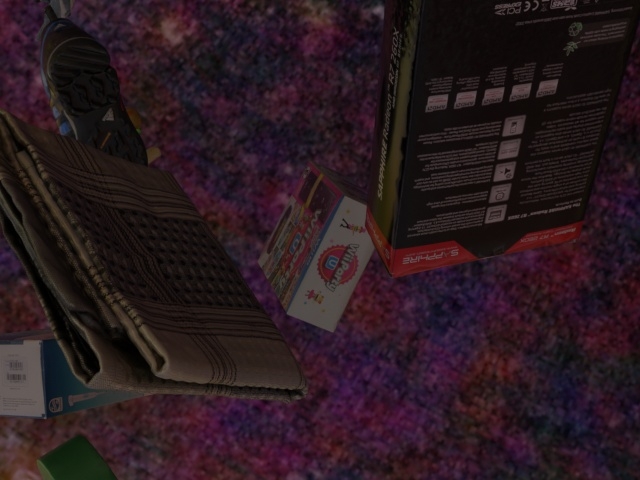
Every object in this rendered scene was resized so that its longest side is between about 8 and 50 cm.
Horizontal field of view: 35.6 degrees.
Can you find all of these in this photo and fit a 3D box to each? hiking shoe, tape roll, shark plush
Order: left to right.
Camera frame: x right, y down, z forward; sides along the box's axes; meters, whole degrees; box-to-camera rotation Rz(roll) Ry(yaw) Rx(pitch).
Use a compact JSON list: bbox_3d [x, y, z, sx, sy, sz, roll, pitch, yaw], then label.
[{"bbox_3d":[-0.488,-0.439,1.811,0.067,0.073,0.161,7,139,-36],"label":"shark plush"},{"bbox_3d":[-0.314,-0.168,1.382,0.132,0.113,0.304,-124,25,-43],"label":"hiking shoe"},{"bbox_3d":[-0.323,0.455,1.527,0.321,0.077,0.321,46,153,32],"label":"tape roll"}]

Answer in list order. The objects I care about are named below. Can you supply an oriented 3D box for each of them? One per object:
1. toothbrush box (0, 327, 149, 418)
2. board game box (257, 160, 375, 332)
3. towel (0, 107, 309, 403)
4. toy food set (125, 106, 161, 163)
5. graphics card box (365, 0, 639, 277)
[{"bbox_3d":[-0.431,0.212,1.676,0.216,0.126,0.295,-3,178,32],"label":"toothbrush box"},{"bbox_3d":[0.000,0.000,1.757,0.097,0.224,0.303,24,-171,-19],"label":"board game box"},{"bbox_3d":[-0.162,0.013,0.917,0.312,0.056,0.324,56,-163,24],"label":"towel"},{"bbox_3d":[-0.379,-0.193,1.748,0.192,0.132,0.038,51,175,20],"label":"toy food set"},{"bbox_3d":[0.174,-0.143,0.983,0.094,0.232,0.371,-114,19,-44],"label":"graphics card box"}]
